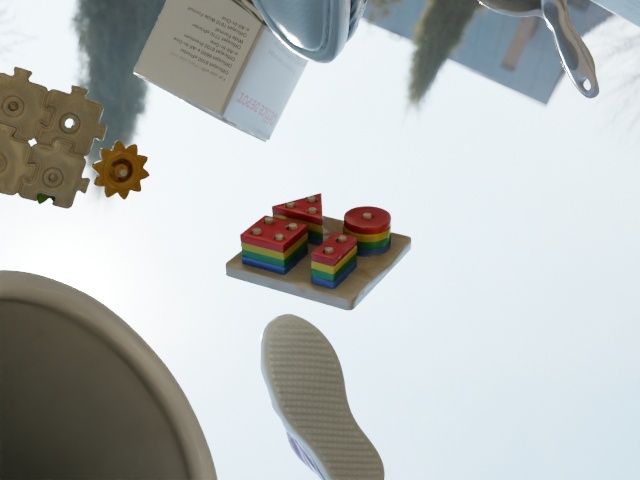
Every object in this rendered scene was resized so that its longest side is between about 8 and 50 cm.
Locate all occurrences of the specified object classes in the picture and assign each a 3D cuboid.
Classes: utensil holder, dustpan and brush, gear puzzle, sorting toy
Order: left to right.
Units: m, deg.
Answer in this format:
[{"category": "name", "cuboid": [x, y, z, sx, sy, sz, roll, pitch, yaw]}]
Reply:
[{"category": "utensil holder", "cuboid": [-0.335, 0.263, 0.853, 0.328, 0.385, 0.327, 41, -153, -26]}, {"category": "gear puzzle", "cuboid": [-0.390, -0.140, 1.320, 0.339, 0.175, 0.044, 15, -171, -32]}, {"category": "sorting toy", "cuboid": [0.000, 0.000, 1.745, 0.257, 0.089, 0.255, 14, -148, 25]}, {"category": "dustpan and brush", "cuboid": [0.173, -0.207, 0.744, 0.060, 0.147, 0.211, -23, -95, -45]}]

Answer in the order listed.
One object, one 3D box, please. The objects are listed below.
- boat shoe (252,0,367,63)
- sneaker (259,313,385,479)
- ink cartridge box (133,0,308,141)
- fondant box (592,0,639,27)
[{"category": "boat shoe", "cuboid": [-0.008, -0.242, 0.512, 0.091, 0.302, 0.114, -37, -131, -27]}, {"category": "sneaker", "cuboid": [-0.028, 0.219, 1.298, 0.102, 0.282, 0.161, -28, -163, -20]}, {"category": "ink cartridge box", "cuboid": [-0.076, -0.296, 1.186, 0.129, 0.307, 0.223, 27, -176, 11]}, {"category": "fondant box", "cuboid": [0.412, -0.477, 1.349, 0.238, 0.096, 0.330, 1, -111, -53]}]
